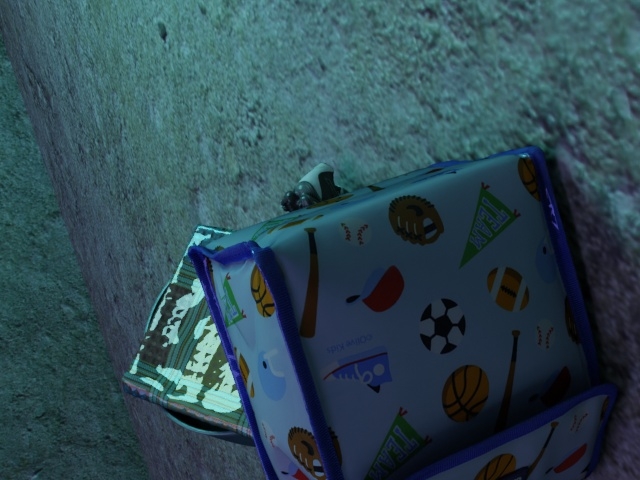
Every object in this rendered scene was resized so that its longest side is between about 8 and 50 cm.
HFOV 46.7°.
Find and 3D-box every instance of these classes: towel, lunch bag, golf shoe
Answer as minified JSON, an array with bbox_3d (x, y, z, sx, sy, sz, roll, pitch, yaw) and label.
[{"bbox_3d":[-0.068,0.119,0.963,0.370,0.272,0.040,10,157,28],"label":"towel"},{"bbox_3d":[0.098,0.138,0.733,0.239,0.327,0.386,1,108,65],"label":"lunch bag"},{"bbox_3d":[0.015,-0.026,1.043,0.077,0.094,0.198,20,154,26],"label":"golf shoe"}]

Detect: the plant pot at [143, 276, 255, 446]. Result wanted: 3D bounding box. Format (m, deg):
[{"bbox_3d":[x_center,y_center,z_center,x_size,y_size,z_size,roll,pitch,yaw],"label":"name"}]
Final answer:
[{"bbox_3d":[-0.076,0.174,1.104,0.293,0.293,0.235,46,176,36],"label":"plant pot"}]
